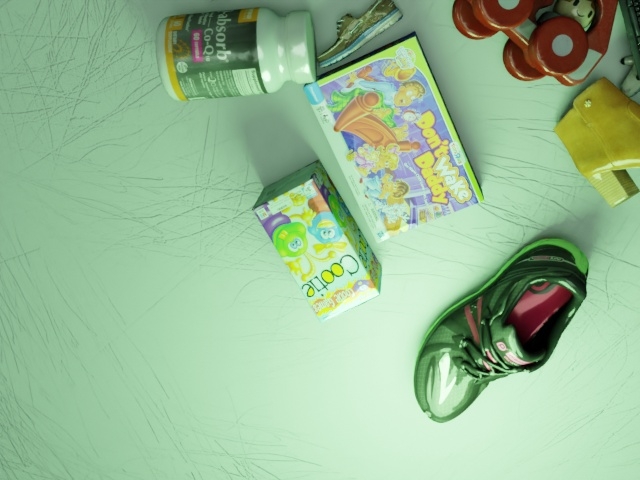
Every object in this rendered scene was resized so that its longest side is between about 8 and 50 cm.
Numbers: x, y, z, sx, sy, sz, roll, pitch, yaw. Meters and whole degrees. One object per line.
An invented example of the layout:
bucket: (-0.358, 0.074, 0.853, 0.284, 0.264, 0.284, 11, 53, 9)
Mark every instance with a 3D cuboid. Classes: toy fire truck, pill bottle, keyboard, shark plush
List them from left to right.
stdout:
pill bottle: (-0.153, -0.351, 1.501, 0.278, 0.162, 0.162, -4, 111, 8)
toy fire truck: (0.398, -0.434, 1.416, 0.302, 0.169, 0.254, 37, 92, -9)
keyboard: (0.605, -0.382, 1.437, 0.108, 0.023, 0.180, -14, 89, -3)
shark plush: (0.631, -0.330, 1.491, 0.161, 0.073, 0.067, -36, 128, 2)

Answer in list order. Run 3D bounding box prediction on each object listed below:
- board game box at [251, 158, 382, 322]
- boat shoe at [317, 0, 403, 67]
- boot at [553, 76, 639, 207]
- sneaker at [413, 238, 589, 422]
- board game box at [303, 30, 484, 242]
board game box: (0.000, 0.000, 1.631, 0.142, 0.144, 0.275, -26, 107, 15)
boat shoe: (0.063, -0.396, 1.515, 0.183, 0.066, 0.066, -34, 100, 7)
boot: (0.574, -0.215, 1.441, 0.295, 0.104, 0.211, -40, 74, 40)
sneaker: (0.354, 0.199, 1.636, 0.185, 0.202, 0.483, 34, 111, -6)
board game box: (0.146, -0.197, 1.571, 0.233, 0.078, 0.347, -22, 107, 15)
